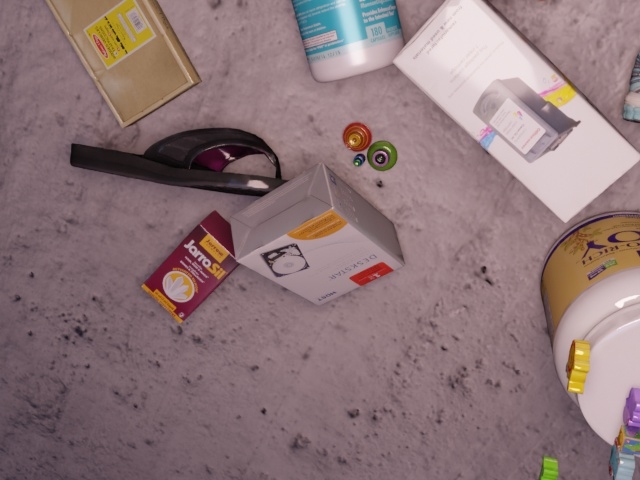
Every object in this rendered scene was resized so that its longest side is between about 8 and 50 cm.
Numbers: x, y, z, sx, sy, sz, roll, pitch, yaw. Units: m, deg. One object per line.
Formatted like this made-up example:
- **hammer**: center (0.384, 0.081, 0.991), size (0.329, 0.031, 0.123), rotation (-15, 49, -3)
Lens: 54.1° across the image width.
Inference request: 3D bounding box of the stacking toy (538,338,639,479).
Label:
- **stacking toy**: center (0.358, 0.228, 0.731), size (0.166, 0.052, 0.221), rotation (9, 115, 13)

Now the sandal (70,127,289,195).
- **sandal**: center (-0.209, -0.141, 1.042), size (0.445, 0.167, 0.107), rotation (10, 95, 10)

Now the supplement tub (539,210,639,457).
- **supplement tub**: center (0.442, 0.116, 0.873), size (0.240, 0.331, 0.241), rotation (5, 112, 12)

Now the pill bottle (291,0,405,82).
- **pill bottle**: center (0.025, -0.371, 0.893), size (0.146, 0.146, 0.264), rotation (-11, 108, 18)

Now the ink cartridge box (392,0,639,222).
- **ink cartridge box**: center (0.262, -0.199, 0.857), size (0.306, 0.226, 0.131), rotation (41, 115, -5)

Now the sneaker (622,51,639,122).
- **sneaker**: center (0.564, -0.219, 0.837), size (0.282, 0.110, 0.122), rotation (1, 107, 14)

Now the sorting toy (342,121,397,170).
- **sorting toy**: center (0.076, -0.146, 1.024), size (0.102, 0.042, 0.061), rotation (38, 115, -2)

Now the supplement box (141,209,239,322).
- **supplement box**: center (-0.226, 0.049, 1.156), size (0.104, 0.081, 0.188), rotation (44, 114, -5)

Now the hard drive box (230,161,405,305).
- **hard drive box**: center (0.000, 0.000, 1.006), size (0.181, 0.089, 0.232), rotation (-28, 145, 23)

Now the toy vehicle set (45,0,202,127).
- **toy vehicle set**: center (-0.337, -0.347, 1.056), size (0.166, 0.035, 0.267), rotation (-24, 103, 21)
